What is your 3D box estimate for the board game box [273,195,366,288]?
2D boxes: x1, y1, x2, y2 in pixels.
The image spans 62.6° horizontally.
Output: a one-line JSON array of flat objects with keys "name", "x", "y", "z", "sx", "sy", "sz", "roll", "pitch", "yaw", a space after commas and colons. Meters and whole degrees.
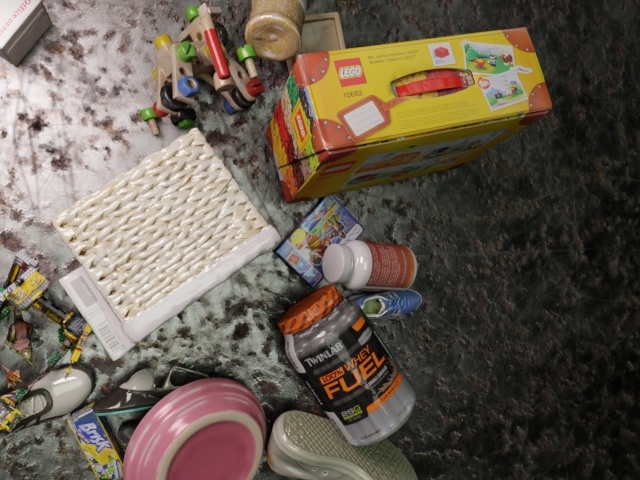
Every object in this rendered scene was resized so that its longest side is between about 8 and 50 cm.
[{"name": "board game box", "x": 0.000, "y": 0.000, "z": 1.305, "sx": 0.136, "sy": 0.035, "sz": 0.201, "roll": 45, "pitch": 78, "yaw": -13}]

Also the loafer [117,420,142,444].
[{"name": "loafer", "x": -0.368, "y": 0.451, "z": 1.179, "sx": 0.170, "sy": 0.061, "sz": 0.062, "roll": 20, "pitch": 86, "yaw": -16}]

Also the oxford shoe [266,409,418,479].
[{"name": "oxford shoe", "x": 0.056, "y": 0.543, "z": 1.289, "sx": 0.449, "sy": 0.169, "sz": 0.130, "roll": 28, "pitch": 117, "yaw": -23}]

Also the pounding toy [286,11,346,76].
[{"name": "pounding toy", "x": 0.016, "y": -0.428, "z": 1.271, "sx": 0.181, "sy": 0.094, "sz": 0.206, "roll": -13, "pitch": 95, "yaw": -17}]

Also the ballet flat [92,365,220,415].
[{"name": "ballet flat", "x": -0.356, "y": 0.329, "z": 1.173, "sx": 0.280, "sy": 0.095, "sz": 0.096, "roll": 5, "pitch": 80, "yaw": -28}]

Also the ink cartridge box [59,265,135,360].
[{"name": "ink cartridge box", "x": -0.453, "y": 0.142, "z": 1.058, "sx": 0.056, "sy": 0.224, "sz": 0.181, "roll": -35, "pitch": 101, "yaw": -26}]

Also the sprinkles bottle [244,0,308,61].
[{"name": "sprinkles bottle", "x": -0.080, "y": -0.560, "z": 1.153, "sx": 0.121, "sy": 0.121, "sz": 0.356, "roll": 16, "pitch": 60, "yaw": -17}]

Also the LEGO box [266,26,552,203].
[{"name": "LEGO box", "x": 0.167, "y": -0.262, "z": 1.165, "sx": 0.500, "sy": 0.372, "sz": 0.193, "roll": -13, "pitch": 83, "yaw": -18}]

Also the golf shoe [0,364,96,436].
[{"name": "golf shoe", "x": -0.600, "y": 0.345, "z": 1.075, "sx": 0.272, "sy": 0.120, "sz": 0.105, "roll": -21, "pitch": 95, "yaw": -18}]

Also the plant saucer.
[{"name": "plant saucer", "x": -0.251, "y": 0.469, "z": 1.146, "sx": 0.332, "sy": 0.084, "sz": 0.332, "roll": -12, "pitch": 109, "yaw": -36}]

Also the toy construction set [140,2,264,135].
[{"name": "toy construction set", "x": -0.252, "y": -0.396, "z": 1.093, "sx": 0.257, "sy": 0.309, "sz": 0.237, "roll": -19, "pitch": 92, "yaw": -25}]

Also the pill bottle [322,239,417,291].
[{"name": "pill bottle", "x": 0.118, "y": 0.061, "z": 1.276, "sx": 0.216, "sy": 0.121, "sz": 0.121, "roll": 6, "pitch": 89, "yaw": -32}]

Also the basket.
[{"name": "basket", "x": -0.304, "y": -0.006, "z": 1.060, "sx": 0.331, "sy": 0.328, "sz": 0.266, "roll": -37, "pitch": 97, "yaw": -13}]

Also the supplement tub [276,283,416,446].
[{"name": "supplement tub", "x": 0.056, "y": 0.284, "z": 1.230, "sx": 0.207, "sy": 0.207, "sz": 0.338, "roll": -36, "pitch": 95, "yaw": -14}]

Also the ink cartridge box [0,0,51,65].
[{"name": "ink cartridge box", "x": -0.653, "y": -0.460, "z": 1.037, "sx": 0.176, "sy": 0.127, "sz": 0.128, "roll": 36, "pitch": 81, "yaw": -15}]

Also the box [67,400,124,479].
[{"name": "box", "x": -0.482, "y": 0.441, "z": 1.146, "sx": 0.059, "sy": 0.054, "sz": 0.169, "roll": -25, "pitch": 99, "yaw": -16}]

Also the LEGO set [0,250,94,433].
[{"name": "LEGO set", "x": -0.576, "y": 0.184, "z": 0.981, "sx": 0.255, "sy": 0.192, "sz": 0.331, "roll": 47, "pitch": 46, "yaw": -6}]

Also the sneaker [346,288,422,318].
[{"name": "sneaker", "x": 0.168, "y": 0.168, "z": 1.338, "sx": 0.211, "sy": 0.081, "sz": 0.080, "roll": -8, "pitch": 92, "yaw": -19}]
